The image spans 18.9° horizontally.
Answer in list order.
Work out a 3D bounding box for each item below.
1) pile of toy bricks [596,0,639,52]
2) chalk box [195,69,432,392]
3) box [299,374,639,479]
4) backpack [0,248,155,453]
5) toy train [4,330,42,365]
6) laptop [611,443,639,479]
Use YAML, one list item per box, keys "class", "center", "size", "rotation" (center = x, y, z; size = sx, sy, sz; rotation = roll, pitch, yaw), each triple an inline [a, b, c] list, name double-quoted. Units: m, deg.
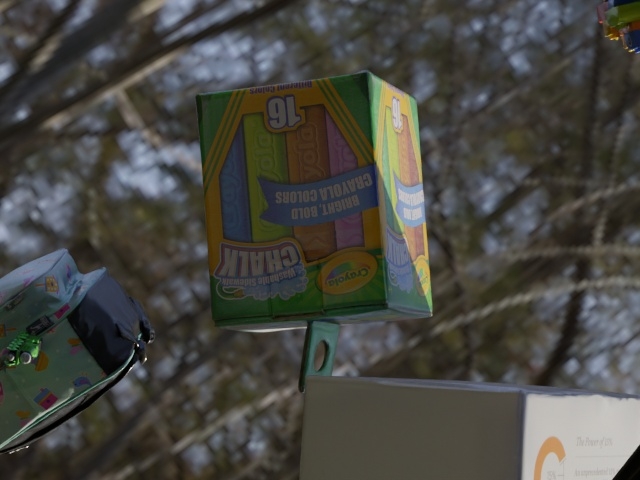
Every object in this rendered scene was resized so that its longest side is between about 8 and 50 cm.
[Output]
- class: "pile of toy bricks"
  center: [0.217, -0.106, 1.021]
  size: [0.212, 0.118, 0.105]
  rotation: [-160, -122, -87]
- class: "chalk box"
  center: [0.000, 0.000, 1.359]
  size: [0.132, 0.132, 0.213]
  rotation: [-7, -95, 16]
- class: "box"
  center: [0.102, 0.269, 1.306]
  size: [0.168, 0.215, 0.345]
  rotation: [2, -94, 32]
- class: "backpack"
  center: [-0.265, 0.105, 1.750]
  size: [0.144, 0.188, 0.166]
  rotation: [47, 9, -9]
- class: "toy train"
  center: [-0.251, 0.093, 1.625]
  size: [0.083, 0.023, 0.017]
  rotation: [-96, -164, -82]
- class: "laptop"
  center: [0.382, 0.075, 0.784]
  size: [0.236, 0.382, 0.408]
  rotation: [40, 3, 36]
